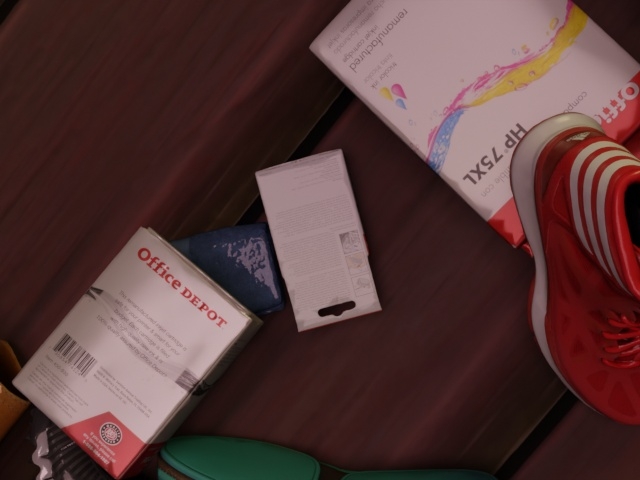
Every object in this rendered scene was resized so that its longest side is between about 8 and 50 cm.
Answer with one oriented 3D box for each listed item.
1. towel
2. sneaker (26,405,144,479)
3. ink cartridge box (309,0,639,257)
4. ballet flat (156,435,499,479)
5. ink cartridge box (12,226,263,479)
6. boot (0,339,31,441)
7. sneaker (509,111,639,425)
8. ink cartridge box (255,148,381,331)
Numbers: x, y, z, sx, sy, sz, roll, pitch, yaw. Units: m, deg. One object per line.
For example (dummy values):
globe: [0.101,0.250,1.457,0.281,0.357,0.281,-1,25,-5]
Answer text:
towel: [-0.086,0.029,0.699,0.120,0.029,0.067,-12,87,12]
sneaker: [-0.123,0.206,0.686,0.106,0.078,0.234,-24,80,-1]
ink cartridge box: [0.123,-0.089,0.631,0.231,0.078,0.134,45,98,8]
ballet flat: [0.002,0.191,0.657,0.248,0.083,0.087,4,105,14]
ink cartridge box: [-0.118,0.074,0.652,0.099,0.056,0.135,40,88,11]
boot: [-0.284,0.182,0.703,0.211,0.104,0.295,-37,79,10]
sneaker: [0.176,0.045,0.555,0.087,0.128,0.221,-28,117,0]
ink cartridge box: [0.000,0.000,0.679,0.063,0.029,0.115,-15,87,4]
